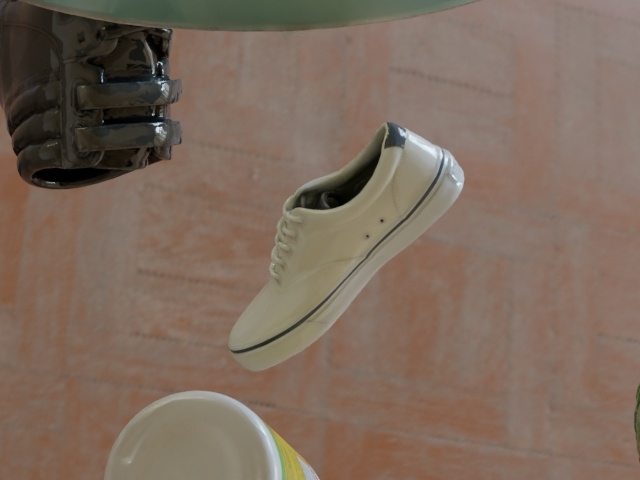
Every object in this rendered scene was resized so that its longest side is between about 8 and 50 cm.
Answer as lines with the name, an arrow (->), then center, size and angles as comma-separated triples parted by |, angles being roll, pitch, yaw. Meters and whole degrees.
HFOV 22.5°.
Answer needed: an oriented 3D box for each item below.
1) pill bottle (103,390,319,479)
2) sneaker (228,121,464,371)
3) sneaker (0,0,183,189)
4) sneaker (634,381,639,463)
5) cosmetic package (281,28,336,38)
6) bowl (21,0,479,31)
pill bottle -> -0.070, 0.215, 1.288 | 0.136, 0.246, 0.136 | -5, 69, 12
sneaker -> 0.000, 0.000, 1.340 | 0.091, 0.094, 0.258 | 38, 107, -22
sneaker -> -0.100, -0.127, 0.904 | 0.104, 0.295, 0.147 | -7, 70, -37
sneaker -> 0.264, -0.003, 0.830 | 0.134, 0.146, 0.343 | 22, 61, 27
cosmetic package -> 0.058, -0.351, 1.266 | 0.097, 0.377, 0.284 | -17, 88, -34
bowl -> -0.026, -0.228, 0.753 | 0.311, 0.311, 0.163 | -17, 122, -28
